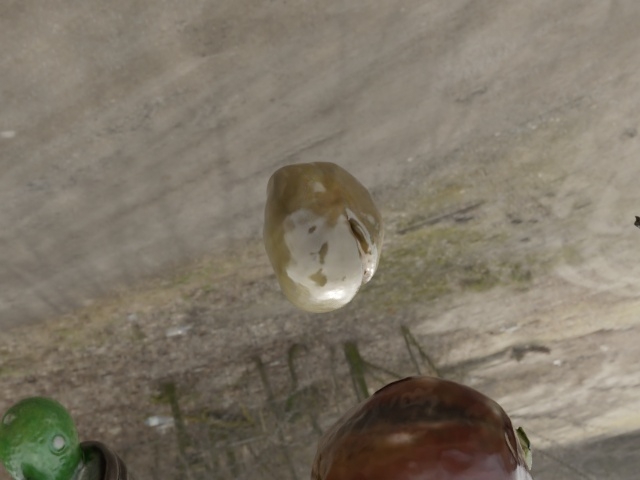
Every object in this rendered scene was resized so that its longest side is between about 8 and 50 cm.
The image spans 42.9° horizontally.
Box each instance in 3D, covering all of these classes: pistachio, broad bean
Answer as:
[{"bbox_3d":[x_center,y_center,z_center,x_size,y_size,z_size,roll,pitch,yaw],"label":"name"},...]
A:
[{"bbox_3d":[0.000,0.000,0.806,0.125,0.124,0.184,-12,143,-12],"label":"pistachio"},{"bbox_3d":[0.067,0.185,0.540,0.156,0.122,0.228,5,131,12],"label":"broad bean"}]

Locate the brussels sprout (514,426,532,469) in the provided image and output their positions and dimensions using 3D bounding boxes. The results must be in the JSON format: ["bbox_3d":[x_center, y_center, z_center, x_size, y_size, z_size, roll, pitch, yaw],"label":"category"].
[{"bbox_3d":[0.278,0.356,1.341,0.100,0.139,0.181,37,164,-31],"label":"brussels sprout"}]

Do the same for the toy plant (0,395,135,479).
[{"bbox_3d":[-0.366,0.350,1.147,0.176,0.218,0.235,-23,131,26],"label":"toy plant"}]

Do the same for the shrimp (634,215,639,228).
[{"bbox_3d":[0.604,0.054,0.993,0.272,0.445,0.085,-61,162,1],"label":"shrimp"}]
